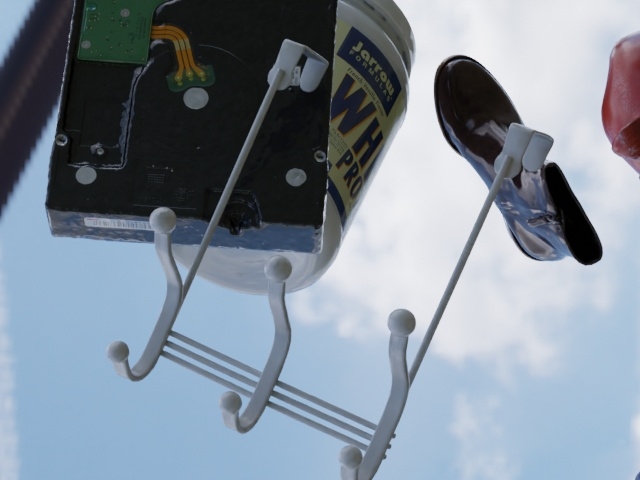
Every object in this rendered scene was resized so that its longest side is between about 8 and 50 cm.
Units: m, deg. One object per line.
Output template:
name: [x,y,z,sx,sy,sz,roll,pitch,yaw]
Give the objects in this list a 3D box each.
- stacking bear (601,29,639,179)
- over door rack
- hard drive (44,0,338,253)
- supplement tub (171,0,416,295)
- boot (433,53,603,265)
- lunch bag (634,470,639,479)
stacking bear: [0.307,-0.152,1.187,0.289,0.164,0.175,-44,-20,10]
over door rack: [0.000,0.000,1.398,0.324,0.239,0.108,-61,-24,-13]
hard drive: [-0.104,-0.153,1.564,0.064,0.237,0.339,94,179,-63]
supplement tub: [-0.040,-0.126,1.944,0.325,0.235,0.235,-63,-40,-38]
boot: [0.217,-0.090,1.912,0.090,0.207,0.248,-28,-81,-10]
lunch bag: [0.355,0.209,1.323,0.176,0.219,0.090,-21,-33,-55]
